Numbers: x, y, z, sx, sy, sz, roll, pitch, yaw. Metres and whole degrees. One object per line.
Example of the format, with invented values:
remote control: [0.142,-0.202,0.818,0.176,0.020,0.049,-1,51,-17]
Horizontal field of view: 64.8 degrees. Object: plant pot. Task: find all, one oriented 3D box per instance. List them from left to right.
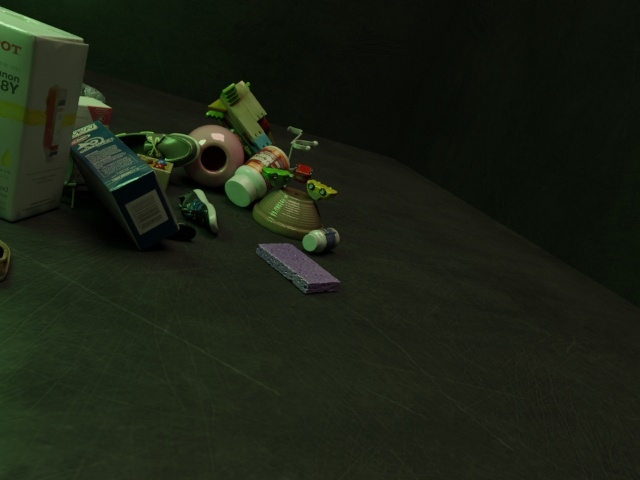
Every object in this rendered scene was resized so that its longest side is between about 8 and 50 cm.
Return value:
plant pot: [-0.090,-0.098,1.604,0.237,0.109,0.237,19,19,-7]

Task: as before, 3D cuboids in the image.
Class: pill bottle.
pill bottle: [-0.207,-0.211,1.664,0.121,0.121,0.221,26,48,17]
pill bottle: [0.000,0.000,1.485,0.067,0.067,0.120,29,20,25]

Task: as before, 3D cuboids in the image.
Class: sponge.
sponge: [-0.059,0.067,1.294,0.117,0.031,0.210,0,27,-47]

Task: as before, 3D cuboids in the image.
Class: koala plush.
koala plush: [-0.921,-0.550,1.921,0.221,0.203,0.196,22,15,-34]

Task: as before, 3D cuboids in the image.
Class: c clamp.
c clamp: [-0.656,-0.151,1.202,0.161,0.137,0.022,6,-15,-2]

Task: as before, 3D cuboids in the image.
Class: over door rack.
over door rack: [-0.095,-0.278,1.894,0.108,0.239,0.324,14,20,-12]

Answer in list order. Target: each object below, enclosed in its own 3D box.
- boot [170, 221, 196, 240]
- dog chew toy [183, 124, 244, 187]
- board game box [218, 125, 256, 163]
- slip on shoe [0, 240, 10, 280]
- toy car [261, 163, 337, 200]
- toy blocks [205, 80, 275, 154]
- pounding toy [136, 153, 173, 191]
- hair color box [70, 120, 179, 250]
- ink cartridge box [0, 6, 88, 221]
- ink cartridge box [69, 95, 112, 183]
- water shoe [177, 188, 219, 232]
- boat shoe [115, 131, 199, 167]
boot: [-0.377,-0.042,1.252,0.121,0.045,0.099,6,23,-28]
dog chew toy: [-0.376,-0.300,1.756,0.207,0.206,0.332,15,11,-17]
board game box: [-0.282,-0.323,1.905,0.136,0.030,0.259,28,-17,48]
slip on shoe: [-0.569,0.021,0.879,0.051,0.041,0.135,8,22,-33]
toy car: [-0.088,-0.190,1.603,0.225,0.053,0.239,5,26,-33]
toy blocks: [-0.276,-0.427,1.914,0.261,0.191,0.381,54,-14,-10]
pounding toy: [-0.515,-0.213,1.495,0.141,0.100,0.130,15,19,-17]
hair color box: [-0.476,-0.139,1.187,0.105,0.174,0.347,-33,47,-24]
ink cartridge box: [-0.682,-0.275,1.051,0.279,0.384,0.160,21,19,4]
ink cartridge box: [-0.647,-0.258,1.302,0.092,0.218,0.158,29,21,23]
water shoe: [-0.334,-0.071,1.372,0.080,0.073,0.203,-18,34,-20]
boat shoe: [-0.529,-0.285,1.584,0.305,0.109,0.091,3,5,17]
